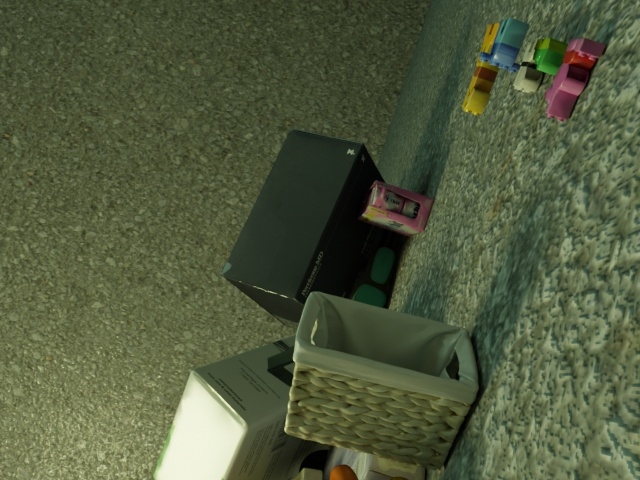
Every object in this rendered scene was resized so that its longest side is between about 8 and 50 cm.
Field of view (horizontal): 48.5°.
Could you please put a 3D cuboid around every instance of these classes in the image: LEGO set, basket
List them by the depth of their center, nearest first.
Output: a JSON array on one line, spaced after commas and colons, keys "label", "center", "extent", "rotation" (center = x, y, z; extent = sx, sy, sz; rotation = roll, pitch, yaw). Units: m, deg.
[{"label": "basket", "center": [0.053, 0.133, 0.677], "extent": [0.113, 0.167, 0.103], "rotation": [-73, -3, -68]}, {"label": "LEGO set", "center": [0.192, -0.163, 0.712], "extent": [0.227, 0.087, 0.093], "rotation": [-70, -1, -75]}]

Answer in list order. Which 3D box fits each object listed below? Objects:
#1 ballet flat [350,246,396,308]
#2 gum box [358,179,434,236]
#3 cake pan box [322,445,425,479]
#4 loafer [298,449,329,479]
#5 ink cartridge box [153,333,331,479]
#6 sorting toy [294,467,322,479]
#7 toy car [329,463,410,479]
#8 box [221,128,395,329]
[{"label": "ballet flat", "center": [0.102, 0.102, 1.420], "extent": [0.074, 0.074, 0.203], "rotation": [110, -175, -51]}, {"label": "gum box", "center": [0.136, -0.057, 1.317], "extent": [0.188, 0.107, 0.062], "rotation": [124, 165, -86]}, {"label": "cake pan box", "center": [0.056, 0.267, 0.847], "extent": [0.245, 0.070, 0.266], "rotation": [-77, 5, -61]}, {"label": "loafer", "center": [0.012, 0.404, 0.993], "extent": [0.080, 0.078, 0.220], "rotation": [-21, 37, 24]}, {"label": "ink cartridge box", "center": [-0.075, 0.267, 1.050], "extent": [0.289, 0.122, 0.211], "rotation": [-10, -50, -51]}, {"label": "sorting toy", "center": [-0.084, 0.432, 0.868], "extent": [0.257, 0.090, 0.255], "rotation": [113, 169, -54]}, {"label": "toy car", "center": [0.016, 0.282, 0.605], "extent": [0.159, 0.136, 0.182], "rotation": [111, 178, -62]}, {"label": "box", "center": [0.000, 0.000, 1.485], "extent": [0.343, 0.179, 0.312], "rotation": [-66, -29, -16]}]
